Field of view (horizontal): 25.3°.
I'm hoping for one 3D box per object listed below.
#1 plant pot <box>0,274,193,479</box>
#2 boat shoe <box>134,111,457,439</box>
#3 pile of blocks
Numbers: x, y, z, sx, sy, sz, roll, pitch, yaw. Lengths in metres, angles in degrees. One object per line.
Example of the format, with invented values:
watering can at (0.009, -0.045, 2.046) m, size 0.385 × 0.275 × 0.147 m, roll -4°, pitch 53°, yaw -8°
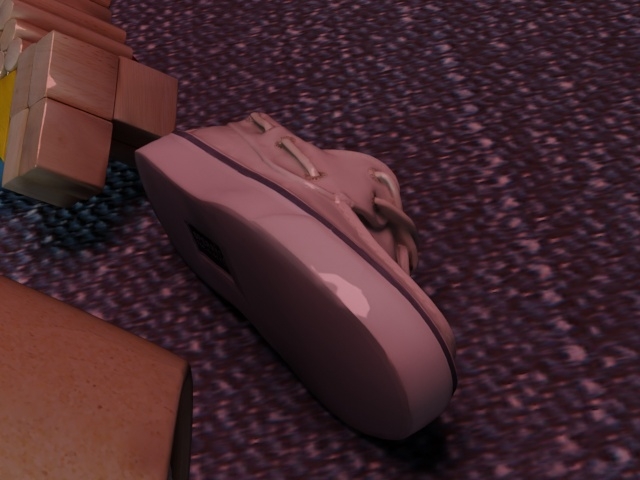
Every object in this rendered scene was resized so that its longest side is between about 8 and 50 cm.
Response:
plant pot at (-0.183, 0.091, 0.455) m, size 0.274 × 0.256 × 0.256 m, roll 6°, pitch 31°, yaw -2°
boat shoe at (0.000, 0.000, 0.650) m, size 0.088 × 0.096 × 0.267 m, roll -28°, pitch 25°, yaw -15°
pile of blocks at (-0.178, -0.106, 0.904) m, size 0.112 × 0.149 × 0.362 m, roll 20°, pitch 24°, yaw -34°
